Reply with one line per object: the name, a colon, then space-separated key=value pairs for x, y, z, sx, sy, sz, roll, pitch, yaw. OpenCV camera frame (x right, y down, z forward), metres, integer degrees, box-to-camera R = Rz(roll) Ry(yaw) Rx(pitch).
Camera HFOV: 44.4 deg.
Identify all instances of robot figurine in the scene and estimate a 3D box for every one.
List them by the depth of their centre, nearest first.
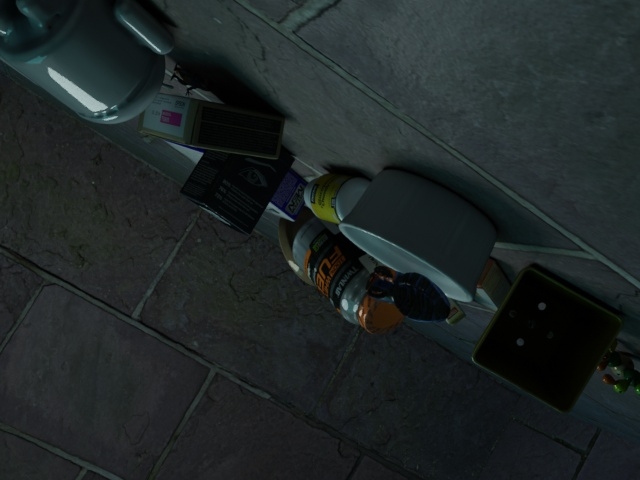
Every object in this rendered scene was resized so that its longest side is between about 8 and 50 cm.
robot figurine: x=-0.400 y=-0.330 z=1.329 sx=0.299 sy=0.200 sz=0.353 roll=-5 pitch=156 yaw=24

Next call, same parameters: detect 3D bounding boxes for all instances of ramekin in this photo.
ramekin: x=0.184 y=-0.013 z=1.429 sx=0.277 sy=0.135 sz=0.277 roll=30 pitch=173 yaw=4

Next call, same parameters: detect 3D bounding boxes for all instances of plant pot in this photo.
plant pot: x=0.436 y=0.181 z=1.567 sx=0.212 sy=0.212 sz=0.187 roll=30 pitch=-173 yaw=3
plant pot: x=0.000 y=0.000 z=2.175 sx=0.109 sy=0.237 sz=0.237 roll=-25 pitch=136 yaw=32

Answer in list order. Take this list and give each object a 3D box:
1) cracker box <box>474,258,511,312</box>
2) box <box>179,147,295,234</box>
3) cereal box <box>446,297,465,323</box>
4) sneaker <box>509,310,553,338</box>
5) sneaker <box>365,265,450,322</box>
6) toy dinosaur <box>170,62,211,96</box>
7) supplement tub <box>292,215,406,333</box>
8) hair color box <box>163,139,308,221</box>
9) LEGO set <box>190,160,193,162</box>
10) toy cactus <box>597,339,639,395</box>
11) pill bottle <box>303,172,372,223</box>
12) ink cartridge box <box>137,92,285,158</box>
cracker box: x=0.331 y=0.079 z=1.745 sx=0.155 sy=0.067 sz=0.232 roll=28 pitch=172 yaw=32
box: x=-0.180 y=-0.142 z=1.720 sx=0.108 sy=0.207 sz=0.153 roll=23 pitch=169 yaw=47
cereal box: x=0.247 y=0.092 z=1.834 sx=0.240 sy=0.047 sz=0.173 roll=53 pitch=-174 yaw=14
sneaker: x=0.515 y=0.215 z=1.879 sx=0.130 sy=0.087 sz=0.227 roll=25 pitch=179 yaw=-10
sneaker: x=0.175 y=0.099 z=1.447 sx=0.087 sy=0.083 sz=0.221 roll=19 pitch=-175 yaw=-29
toy dinosaur: x=-0.250 y=-0.319 z=1.541 sx=0.082 sy=0.047 sz=0.090 roll=22 pitch=-152 yaw=-9
supplement tub: x=0.084 y=0.077 z=1.949 sx=0.316 sy=0.193 sz=0.193 roll=46 pitch=-175 yaw=41
hair color box: x=-0.194 y=-0.184 z=1.905 sx=0.185 sy=0.110 sz=0.339 roll=22 pitch=168 yaw=44
LEGO set: x=-0.252 y=-0.203 z=2.358 sx=0.182 sy=0.060 sz=0.244 roll=20 pitch=-177 yaw=-44
toy cactus: x=0.681 y=0.282 z=1.726 sx=0.219 sy=0.112 sz=0.180 roll=28 pitch=-168 yaw=-5
pill bottle: x=0.038 y=-0.087 z=1.635 sx=0.103 sy=0.103 sz=0.184 roll=34 pitch=172 yaw=-28
ink cartridge box: x=-0.212 y=-0.223 z=1.508 sx=0.193 sy=0.088 sz=0.234 roll=5 pitch=-170 yaw=-38
